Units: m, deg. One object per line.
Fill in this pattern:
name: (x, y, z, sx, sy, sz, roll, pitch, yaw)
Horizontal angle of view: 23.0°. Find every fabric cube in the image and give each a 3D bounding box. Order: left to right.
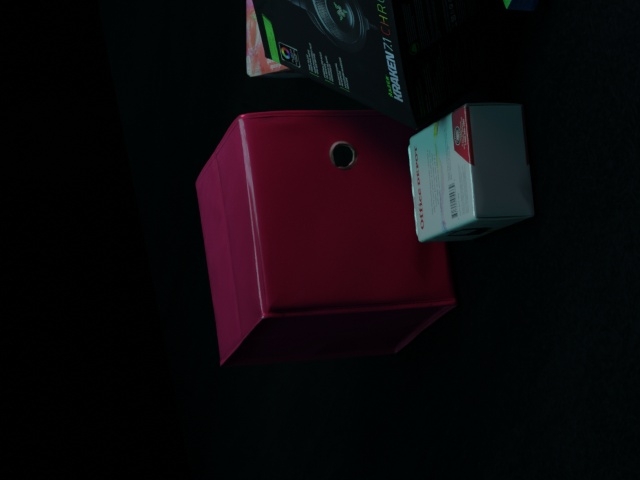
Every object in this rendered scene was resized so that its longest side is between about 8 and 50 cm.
fabric cube: (0.000, 0.000, 2.000, 0.259, 0.254, 0.258, 132, 133, -66)

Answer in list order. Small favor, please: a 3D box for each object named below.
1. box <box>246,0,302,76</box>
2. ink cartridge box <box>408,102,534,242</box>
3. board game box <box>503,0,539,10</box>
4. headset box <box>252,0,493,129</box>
box: (0.008, -0.295, 2.106, 0.300, 0.154, 0.142, -172, 80, -73)
ink cartridge box: (0.166, -0.073, 1.758, 0.175, 0.072, 0.127, 154, 112, -71)
board game box: (0.219, -0.352, 1.594, 0.201, 0.035, 0.136, 113, 150, -47)
headset box: (0.037, -0.297, 1.759, 0.283, 0.131, 0.246, 31, 147, 40)
